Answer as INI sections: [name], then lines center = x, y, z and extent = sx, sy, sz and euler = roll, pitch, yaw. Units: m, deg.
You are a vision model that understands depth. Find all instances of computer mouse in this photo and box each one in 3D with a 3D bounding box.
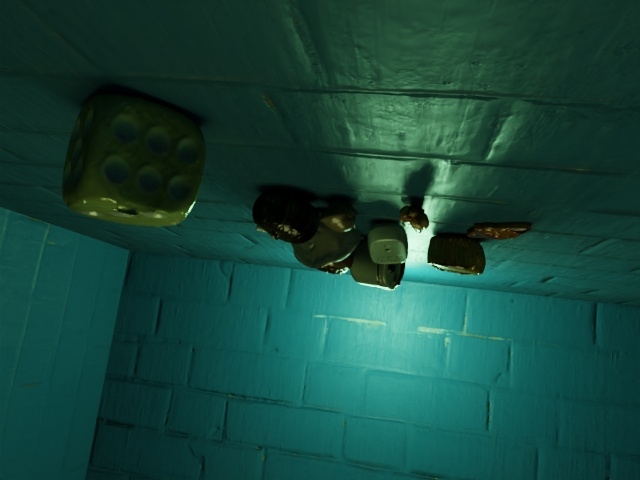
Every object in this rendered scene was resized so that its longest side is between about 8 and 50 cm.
[computer mouse]
center = 0.269, 0.007, 2.059
extent = 0.160, 0.096, 0.288
euler = -5, 156, 10

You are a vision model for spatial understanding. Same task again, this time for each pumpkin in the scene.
[pumpkin]
center = -0.117, -0.073, 1.740
extent = 0.238, 0.159, 0.238
euler = 21, 178, 1

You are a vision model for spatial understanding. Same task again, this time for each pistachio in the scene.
[pistachio]
center = 0.060, -0.079, 1.744
extent = 0.126, 0.108, 0.185
euler = -15, 180, -5

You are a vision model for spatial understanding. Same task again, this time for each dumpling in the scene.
[dumpling]
center = 0.004, 0.003, 1.930
extent = 0.175, 0.226, 0.243
euler = 30, 164, -26

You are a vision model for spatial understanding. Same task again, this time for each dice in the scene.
[dice]
center = -0.427, -0.170, 1.181
extent = 0.252, 0.254, 0.250
euler = 13, 172, -37

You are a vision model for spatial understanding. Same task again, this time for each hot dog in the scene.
[hot dog]
center = 0.310, -0.073, 1.683
extent = 0.102, 0.076, 0.249
euler = 34, -177, 12

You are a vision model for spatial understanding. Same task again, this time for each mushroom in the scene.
[mushroom]
center = 0.004, 0.052, 2.227
extent = 0.278, 0.163, 0.297
euler = 35, 167, -17

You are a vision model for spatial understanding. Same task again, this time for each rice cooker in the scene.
[rice cooker]
center = 0.266, 0.100, 2.312
extent = 0.244, 0.225, 0.226
euler = 8, 172, 38

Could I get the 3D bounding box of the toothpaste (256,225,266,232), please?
[toothpaste]
center = -0.204, -0.045, 2.385
extent = 0.191, 0.031, 0.048
euler = 9, 167, -23

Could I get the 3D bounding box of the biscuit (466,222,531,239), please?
[biscuit]
center = 0.633, -0.031, 1.836
extent = 0.183, 0.043, 0.280
euler = 9, 173, -29

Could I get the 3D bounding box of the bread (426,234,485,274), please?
[bread]
center = 0.557, 0.061, 2.112
extent = 0.228, 0.142, 0.253
euler = 0, 171, 28
